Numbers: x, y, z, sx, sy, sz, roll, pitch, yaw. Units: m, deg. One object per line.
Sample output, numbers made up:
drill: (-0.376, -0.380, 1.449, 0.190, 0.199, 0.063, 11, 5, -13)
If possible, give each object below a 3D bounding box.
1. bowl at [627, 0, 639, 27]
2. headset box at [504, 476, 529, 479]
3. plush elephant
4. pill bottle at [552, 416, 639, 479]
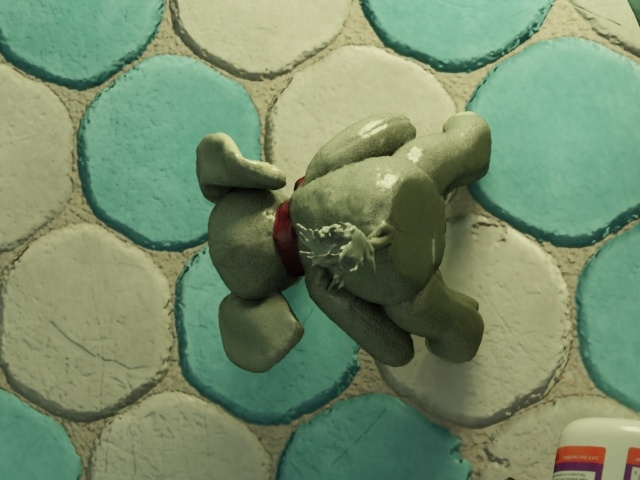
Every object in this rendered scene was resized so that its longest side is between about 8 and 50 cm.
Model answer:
bowl: (0.428, -0.256, 1.835, 0.311, 0.311, 0.163, 28, 116, 16)
headset box: (0.211, 0.296, 1.968, 0.062, 0.032, 0.083, 29, 96, 17)
plush elephant: (0.000, 0.000, 1.947, 0.255, 0.330, 0.272, 2, 94, 35)
pill bottle: (0.303, 0.347, 1.833, 0.181, 0.181, 0.323, 8, 77, 17)
